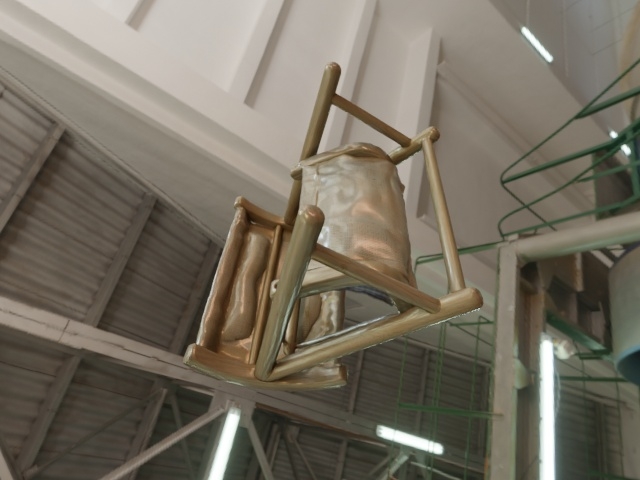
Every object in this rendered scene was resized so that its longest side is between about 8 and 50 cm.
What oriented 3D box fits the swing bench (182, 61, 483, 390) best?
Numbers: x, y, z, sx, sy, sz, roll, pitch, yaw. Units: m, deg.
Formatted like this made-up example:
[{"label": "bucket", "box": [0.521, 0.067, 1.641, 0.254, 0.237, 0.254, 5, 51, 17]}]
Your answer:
[{"label": "swing bench", "box": [0.000, 0.000, 0.456, 0.165, 0.255, 0.253, 26, -137, -20]}]
